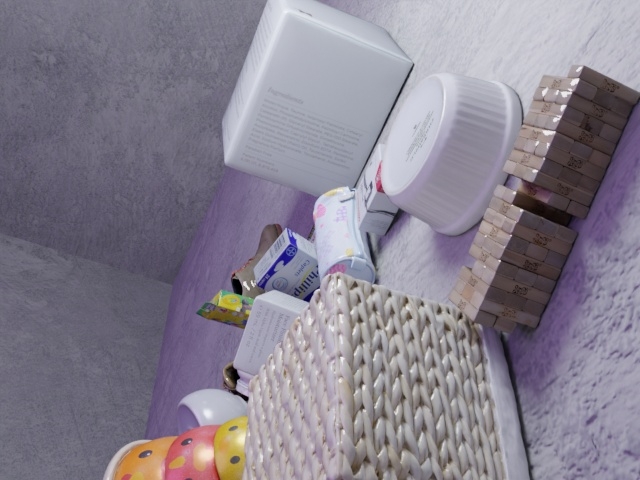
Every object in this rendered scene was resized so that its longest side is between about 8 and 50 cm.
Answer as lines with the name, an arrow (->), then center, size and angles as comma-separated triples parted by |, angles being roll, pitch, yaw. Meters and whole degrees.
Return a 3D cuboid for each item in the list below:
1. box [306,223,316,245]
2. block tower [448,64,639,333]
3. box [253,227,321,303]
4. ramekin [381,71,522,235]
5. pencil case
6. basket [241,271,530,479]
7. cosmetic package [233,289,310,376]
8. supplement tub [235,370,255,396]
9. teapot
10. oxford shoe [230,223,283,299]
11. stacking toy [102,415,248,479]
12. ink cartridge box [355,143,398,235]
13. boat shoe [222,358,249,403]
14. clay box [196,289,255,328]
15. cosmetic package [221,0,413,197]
box -> 0.000, 0.000, 1.905 | 0.114, 0.036, 0.207 | -109, 41, -64
block tower -> 0.281, -0.051, 0.975 | 0.097, 0.090, 0.336 | -130, 60, -70
box -> -0.054, 0.065, 1.656 | 0.126, 0.137, 0.072 | -50, 27, 17
ramekin -> 0.204, -0.154, 1.264 | 0.273, 0.127, 0.273 | -161, 90, -74
pencil case -> 0.051, 0.001, 1.612 | 0.124, 0.113, 0.273 | -44, 28, 27
basket -> 0.067, 0.277, 1.006 | 0.331, 0.266, 0.328 | -91, 27, -45
cosmetic package -> -0.051, 0.204, 1.517 | 0.151, 0.183, 0.151 | -7, -65, -79
supplement tub -> -0.110, 0.270, 1.778 | 0.144, 0.144, 0.200 | -170, 98, -73
teapot -> -0.236, 0.479, 1.915 | 0.256, 0.187, 0.253 | 44, 138, 43
oxford shoe -> -0.193, 0.093, 2.252 | 0.123, 0.130, 0.349 | 135, 149, -56
stacking toy -> -0.151, 0.450, 1.473 | 0.479, 0.350, 0.351 | -37, 28, 16
ink cartridge box -> 0.123, -0.101, 1.534 | 0.151, 0.063, 0.109 | 115, 161, -45
boat shoe -> -0.200, 0.352, 2.009 | 0.342, 0.123, 0.123 | 144, 141, -63
clay box -> -0.215, 0.194, 2.055 | 0.127, 0.221, 0.053 | 138, 147, -58
cosmetic package -> -0.028, -0.362, 1.879 | 0.329, 0.327, 0.394 | -104, 36, -61
